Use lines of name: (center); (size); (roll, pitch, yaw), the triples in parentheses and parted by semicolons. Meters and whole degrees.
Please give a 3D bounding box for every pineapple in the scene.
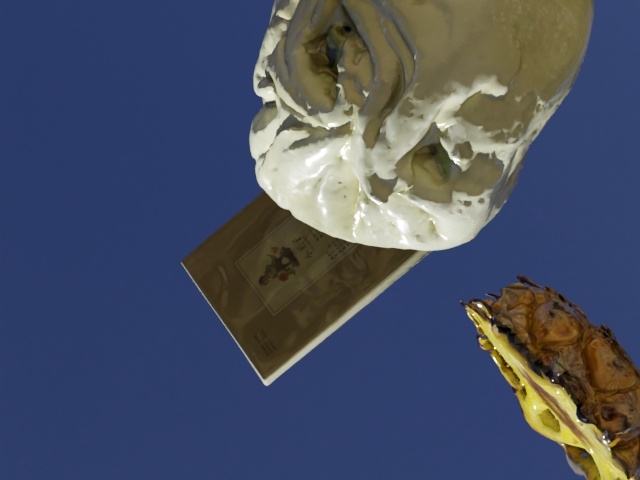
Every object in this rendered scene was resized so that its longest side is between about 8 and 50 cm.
pineapple: (0.191, 0.107, 1.010); (0.076, 0.225, 0.225); (-37, -92, -6)

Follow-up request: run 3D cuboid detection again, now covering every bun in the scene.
bun: (0.042, -0.102, 0.786); (0.145, 0.229, 0.229); (-2, -114, -52)

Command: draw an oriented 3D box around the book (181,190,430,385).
book: (0.000, 0.000, 1.050); (0.138, 0.199, 0.016); (52, -176, 34)
